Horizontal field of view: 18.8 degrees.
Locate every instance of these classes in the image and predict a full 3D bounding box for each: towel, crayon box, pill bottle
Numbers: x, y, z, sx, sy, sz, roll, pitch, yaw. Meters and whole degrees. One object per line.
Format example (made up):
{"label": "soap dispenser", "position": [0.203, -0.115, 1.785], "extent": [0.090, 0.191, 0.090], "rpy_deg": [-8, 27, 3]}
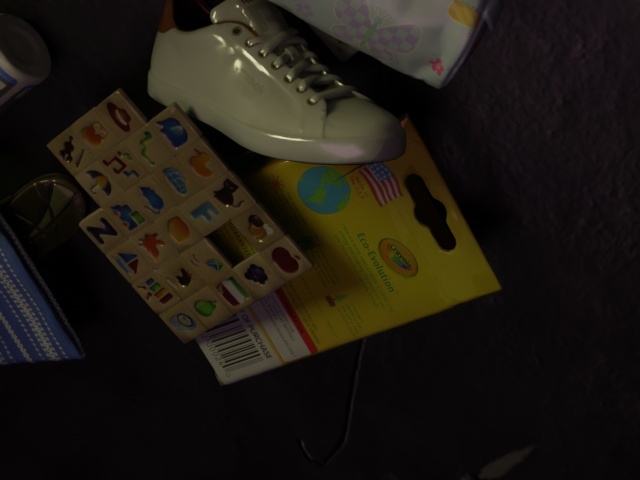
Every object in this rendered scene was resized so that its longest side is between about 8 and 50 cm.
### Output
{"label": "towel", "position": [-0.430, 0.049, 1.984], "extent": [0.336, 0.040, 0.243], "rpy_deg": [-7, 127, 31]}
{"label": "crayon box", "position": [0.000, 0.000, 1.844], "extent": [0.318, 0.081, 0.202], "rpy_deg": [-19, 112, 27]}
{"label": "pill bottle", "position": [-0.330, -0.152, 1.858], "extent": [0.137, 0.078, 0.078], "rpy_deg": [-33, 106, 30]}

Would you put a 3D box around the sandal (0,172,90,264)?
{"label": "sandal", "position": [-0.308, -0.016, 1.939], "extent": [0.219, 0.060, 0.090], "rpy_deg": [-32, 111, 36]}

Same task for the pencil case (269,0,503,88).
{"label": "pencil case", "position": [0.021, -0.238, 1.648], "extent": [0.273, 0.113, 0.124], "rpy_deg": [29, 140, -3]}

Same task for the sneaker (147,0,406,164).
{"label": "sneaker", "position": [-0.045, -0.151, 1.709], "extent": [0.290, 0.106, 0.123], "rpy_deg": [23, 117, 34]}

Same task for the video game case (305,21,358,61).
{"label": "video game case", "position": [0.021, -0.288, 1.702], "extent": [0.193, 0.023, 0.212], "rpy_deg": [-35, 106, 30]}

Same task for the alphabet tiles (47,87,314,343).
{"label": "alphabet tiles", "position": [-0.144, -0.026, 1.807], "extent": [0.198, 0.009, 0.237], "rpy_deg": [-31, 104, 41]}
